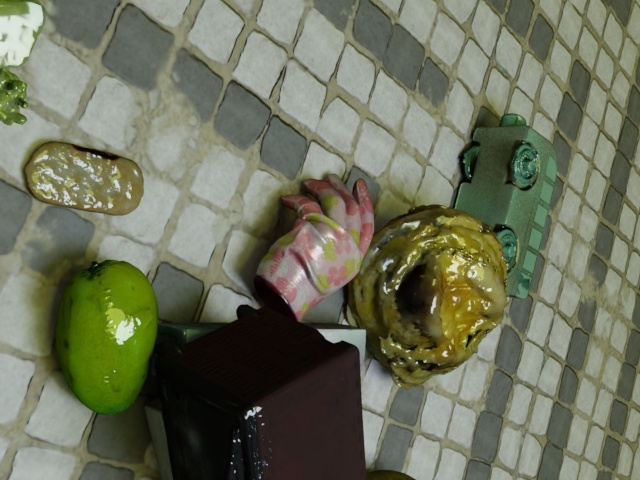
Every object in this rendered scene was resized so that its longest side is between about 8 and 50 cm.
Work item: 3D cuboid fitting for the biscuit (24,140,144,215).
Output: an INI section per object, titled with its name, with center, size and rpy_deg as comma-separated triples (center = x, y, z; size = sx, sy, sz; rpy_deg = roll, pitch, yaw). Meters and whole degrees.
[biscuit]
center = -0.261, -0.068, 0.919
size = 0.147, 0.018, 0.071
rpy_deg = 11, 87, -45

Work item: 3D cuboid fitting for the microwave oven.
[microwave oven]
center = -0.072, 0.228, 0.927
size = 0.188, 0.178, 0.247
rpy_deg = -23, 118, -37

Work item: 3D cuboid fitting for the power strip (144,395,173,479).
[power strip]
center = -0.165, 0.261, 1.013
size = 0.075, 0.042, 0.175
rpy_deg = -21, 108, -41

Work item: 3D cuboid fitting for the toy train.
[toy train]
center = 0.310, -0.052, 1.398
size = 0.159, 0.129, 0.326
rpy_deg = 26, 76, -44

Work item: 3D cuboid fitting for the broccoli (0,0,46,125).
[broccoli]
center = -0.333, -0.192, 0.686
size = 0.263, 0.243, 0.247
rpy_deg = -47, 136, -26

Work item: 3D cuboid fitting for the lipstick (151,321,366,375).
[lipstick]
center = -0.070, 0.144, 1.081
size = 0.317, 0.066, 0.068
rpy_deg = 6, 89, -44

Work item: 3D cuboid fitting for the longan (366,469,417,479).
[longan]
center = 0.105, 0.408, 1.194
size = 0.155, 0.176, 0.145
rpy_deg = -4, 70, -19

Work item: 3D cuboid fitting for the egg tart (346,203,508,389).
[egg tart]
center = 0.175, 0.095, 1.225
size = 0.297, 0.132, 0.297
rpy_deg = -7, 111, -19

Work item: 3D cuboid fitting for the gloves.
[gloves]
center = 0.007, 0.001, 1.116
size = 0.241, 0.126, 0.145
rpy_deg = -49, 121, -23

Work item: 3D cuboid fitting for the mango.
[mango]
center = -0.231, 0.109, 0.903
size = 0.119, 0.100, 0.178
rpy_deg = -10, 107, -46
